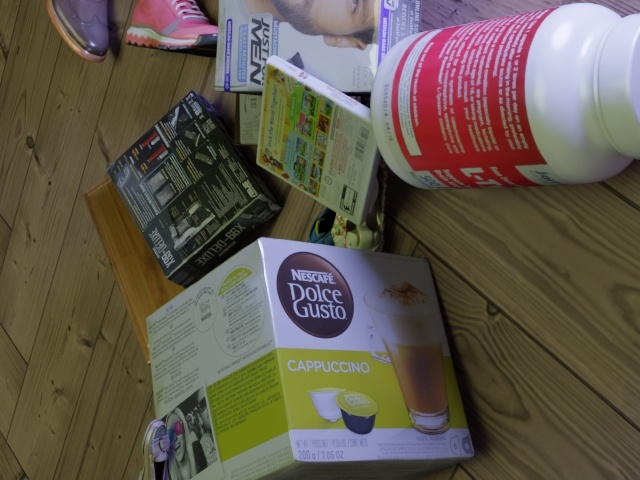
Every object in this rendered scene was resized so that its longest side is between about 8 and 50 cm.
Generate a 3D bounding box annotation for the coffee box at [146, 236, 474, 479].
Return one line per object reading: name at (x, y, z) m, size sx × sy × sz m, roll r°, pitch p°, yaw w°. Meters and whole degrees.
coffee box at (-0.029, 0.220, 1.693) m, size 0.338 × 0.337 × 0.334 m, roll -34°, pitch 58°, yaw 44°

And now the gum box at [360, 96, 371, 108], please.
gum box at (0.120, -0.225, 1.711) m, size 0.062 × 0.107 × 0.188 m, roll -6°, pitch 86°, yaw 47°

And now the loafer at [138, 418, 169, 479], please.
loafer at (-0.243, 0.330, 1.643) m, size 0.039 × 0.045 × 0.125 m, roll 23°, pitch 110°, yaw 35°

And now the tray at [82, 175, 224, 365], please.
tray at (-0.315, 0.026, 2.175) m, size 0.203 × 0.076 × 0.411 m, roll -32°, pitch 63°, yaw 12°

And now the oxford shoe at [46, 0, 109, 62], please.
oxford shoe at (-0.526, -0.568, 2.432) m, size 0.132 × 0.130 × 0.364 m, roll -32°, pitch 67°, yaw 38°

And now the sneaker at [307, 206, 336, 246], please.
sneaker at (0.000, 0.000, 1.876) m, size 0.209 × 0.082 × 0.069 m, roll -55°, pitch 55°, yaw 36°

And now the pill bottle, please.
pill bottle at (0.278, -0.184, 1.440) m, size 0.407 × 0.229 × 0.229 m, roll 0°, pitch 91°, yaw 49°

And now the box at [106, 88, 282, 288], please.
box at (-0.246, -0.099, 2.082) m, size 0.242 × 0.076 × 0.307 m, roll -41°, pitch 57°, yaw 10°

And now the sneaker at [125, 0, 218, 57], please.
sneaker at (-0.287, -0.440, 2.167) m, size 0.314 × 0.116 × 0.136 m, roll 18°, pitch 103°, yaw 47°

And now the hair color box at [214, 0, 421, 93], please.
hair color box at (-0.010, -0.315, 1.679) m, size 0.339 × 0.110 × 0.185 m, roll 6°, pitch 95°, yaw 40°

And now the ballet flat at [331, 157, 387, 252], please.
ballet flat at (0.066, -0.040, 1.771) m, size 0.077 × 0.091 × 0.241 m, roll -123°, pitch 31°, yaw -72°

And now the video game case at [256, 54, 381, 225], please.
video game case at (-0.003, -0.148, 1.665) m, size 0.206 × 0.026 × 0.227 m, roll 32°, pitch 145°, yaw 17°

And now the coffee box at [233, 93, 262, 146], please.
coffee box at (-0.065, -0.283, 1.897) m, size 0.098 × 0.141 × 0.246 m, roll 8°, pitch 96°, yaw 47°
